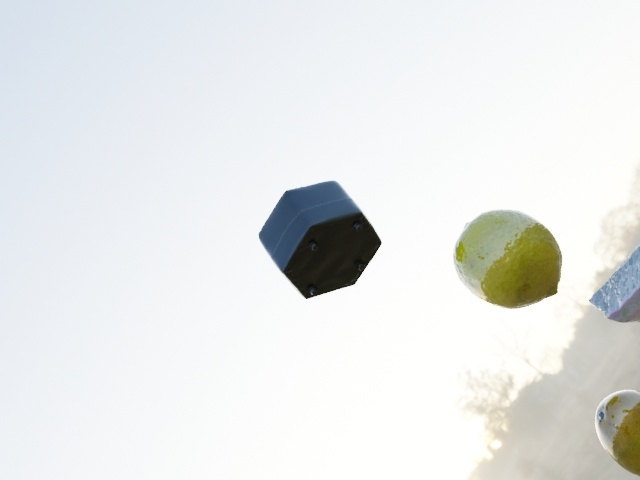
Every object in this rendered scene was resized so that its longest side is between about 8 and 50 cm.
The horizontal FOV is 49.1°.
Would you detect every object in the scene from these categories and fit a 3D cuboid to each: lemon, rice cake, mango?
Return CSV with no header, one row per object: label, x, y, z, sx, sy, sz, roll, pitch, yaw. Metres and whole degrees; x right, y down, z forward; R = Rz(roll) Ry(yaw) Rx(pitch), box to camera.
lemon,0.333,0.035,1.242,0.178,0.203,0.178,-39,-27,-24
rice cake,0.415,-0.009,0.762,0.072,0.056,0.365,7,-38,-13
mango,0.495,0.307,1.079,0.111,0.163,0.089,-30,2,-3

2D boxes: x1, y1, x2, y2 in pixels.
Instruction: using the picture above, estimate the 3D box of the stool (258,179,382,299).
stool,0.000,0.000,1.437,0.232,0.141,0.232,-17,-45,-18
